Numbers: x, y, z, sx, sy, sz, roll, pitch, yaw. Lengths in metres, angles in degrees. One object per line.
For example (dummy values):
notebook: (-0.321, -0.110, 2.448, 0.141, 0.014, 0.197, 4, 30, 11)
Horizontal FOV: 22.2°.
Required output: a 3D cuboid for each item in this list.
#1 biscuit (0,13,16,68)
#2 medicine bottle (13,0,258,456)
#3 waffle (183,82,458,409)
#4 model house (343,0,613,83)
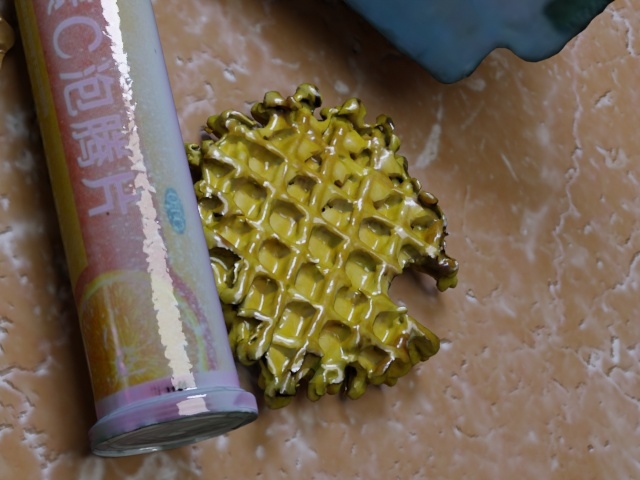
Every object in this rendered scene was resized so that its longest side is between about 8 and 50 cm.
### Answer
biscuit: (-0.286, -0.130, 1.041, 0.184, 0.027, 0.133, 19, 61, -27)
medicine bottle: (-0.142, -0.077, 1.073, 0.108, 0.108, 0.426, -4, 72, -35)
waffle: (0.000, 0.000, 1.169, 0.229, 0.051, 0.231, -17, 81, -34)
model house: (0.099, -0.357, 1.266, 0.360, 0.297, 0.339, 36, 25, -17)
